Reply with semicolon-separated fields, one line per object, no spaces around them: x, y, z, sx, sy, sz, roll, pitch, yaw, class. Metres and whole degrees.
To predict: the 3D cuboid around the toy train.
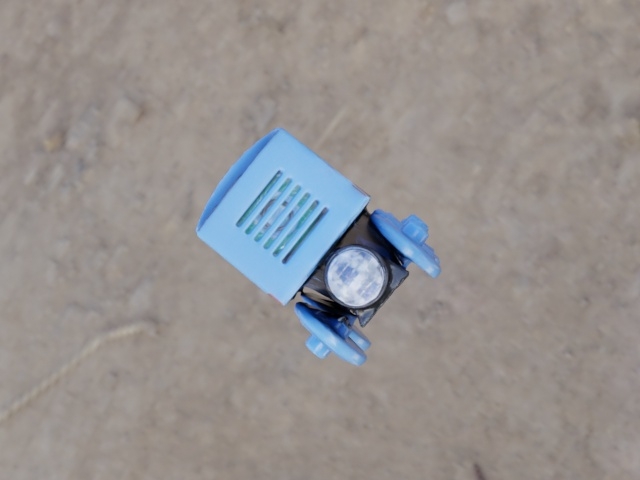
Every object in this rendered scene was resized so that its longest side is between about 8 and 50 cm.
0.000;0.000;0.750;0.080;0.105;0.184;-49;0;2;toy train
